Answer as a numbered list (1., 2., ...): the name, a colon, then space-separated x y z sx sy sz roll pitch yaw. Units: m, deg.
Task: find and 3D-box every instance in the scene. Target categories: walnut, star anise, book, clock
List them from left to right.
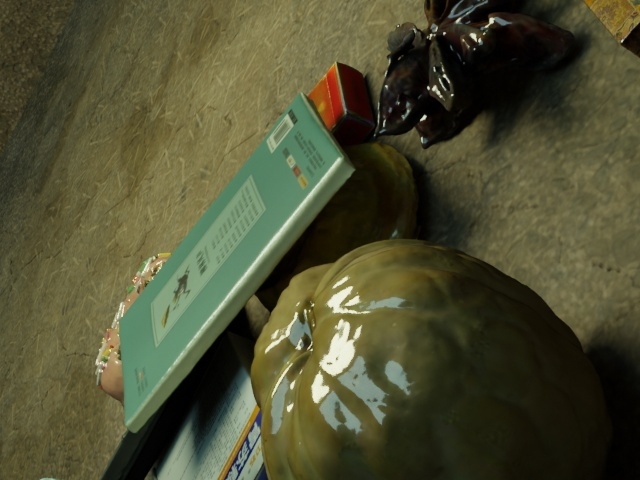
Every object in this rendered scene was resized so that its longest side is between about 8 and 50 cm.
1. clock: -0.196 0.209 1.427 0.279 0.049 0.273 -60 0 15
2. book: -0.111 0.015 1.265 0.379 0.031 0.264 -50 22 12
3. walnut: 0.085 0.137 0.896 0.296 0.285 0.285 -22 52 65
4. star anise: 0.144 -0.201 1.179 0.212 0.129 0.282 -44 28 26

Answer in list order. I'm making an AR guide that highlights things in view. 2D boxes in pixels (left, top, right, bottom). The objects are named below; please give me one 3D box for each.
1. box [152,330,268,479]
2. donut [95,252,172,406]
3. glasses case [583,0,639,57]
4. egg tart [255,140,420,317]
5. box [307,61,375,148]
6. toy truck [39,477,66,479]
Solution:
1. box: -0.077 0.248 1.206 0.200 0.106 0.299 -63 21 9
2. donut: -0.253 0.127 1.598 0.199 0.085 0.233 -39 28 59
3. glasses case: 0.272 -0.237 1.032 0.049 0.075 0.218 -51 34 25
4. egg tart: 0.000 0.000 1.287 0.288 0.118 0.288 -43 35 40
5. box: -0.004 -0.131 1.438 0.175 0.048 0.112 -47 34 33
6. toy truck: -0.349 0.488 1.508 0.162 0.136 0.305 0 73 51
